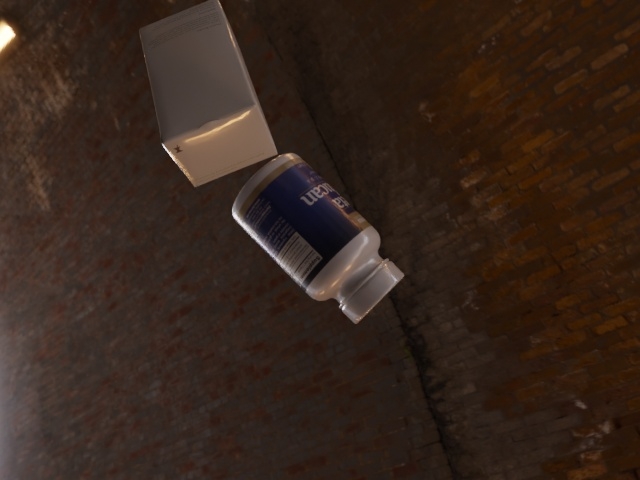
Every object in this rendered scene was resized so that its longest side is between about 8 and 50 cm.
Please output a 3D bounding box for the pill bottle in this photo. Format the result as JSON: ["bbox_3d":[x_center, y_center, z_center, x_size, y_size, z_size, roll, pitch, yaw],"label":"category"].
[{"bbox_3d":[0.000,0.000,0.531,0.169,0.094,0.094,45,-72,9],"label":"pill bottle"}]

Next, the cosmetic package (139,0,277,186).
[{"bbox_3d":[-0.241,-0.318,1.104,0.197,0.155,0.365,-20,-121,2],"label":"cosmetic package"}]
